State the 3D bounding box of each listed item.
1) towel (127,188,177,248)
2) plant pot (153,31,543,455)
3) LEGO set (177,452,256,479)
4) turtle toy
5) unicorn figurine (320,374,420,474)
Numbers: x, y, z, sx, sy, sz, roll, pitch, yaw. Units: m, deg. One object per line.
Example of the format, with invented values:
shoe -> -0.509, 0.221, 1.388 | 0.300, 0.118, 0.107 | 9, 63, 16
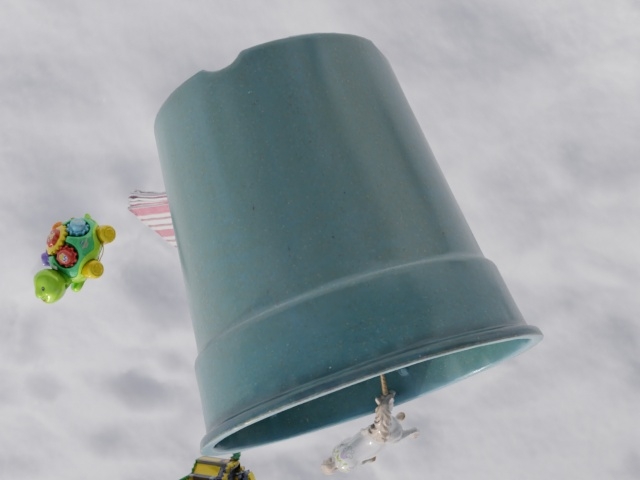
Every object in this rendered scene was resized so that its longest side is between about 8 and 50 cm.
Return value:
towel -> -0.136, -0.011, 1.295 | 0.144, 0.029, 0.197 | -4, 148, 36
plant pot -> 0.000, 0.000, 1.006 | 0.341, 0.341, 0.334 | -19, 74, 3
LEGO set -> -0.132, 0.481, 1.477 | 0.192, 0.255, 0.331 | 3, 85, 23
turtle toy -> -0.321, 0.022, 1.291 | 0.066, 0.095, 0.130 | 30, 65, -36
unicorn figurine -> 0.061, 0.215, 1.133 | 0.060, 0.111, 0.162 | 44, 105, 24
